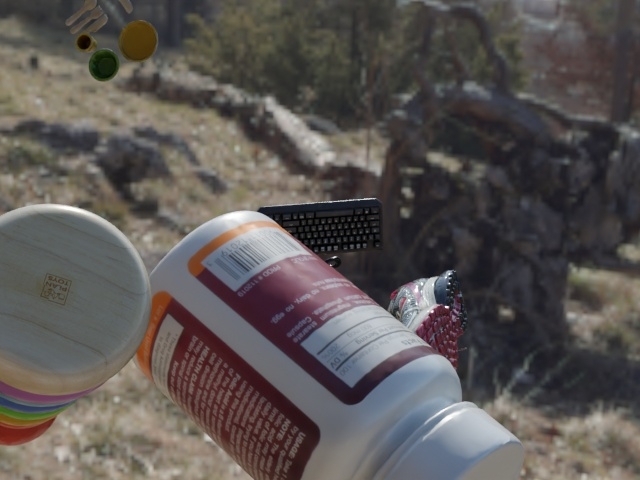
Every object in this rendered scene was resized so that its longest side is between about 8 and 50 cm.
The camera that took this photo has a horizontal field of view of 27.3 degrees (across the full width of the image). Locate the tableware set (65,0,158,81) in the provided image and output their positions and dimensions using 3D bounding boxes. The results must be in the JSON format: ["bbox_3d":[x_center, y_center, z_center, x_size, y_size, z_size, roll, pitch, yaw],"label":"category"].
[{"bbox_3d":[-0.213,-0.254,1.478,0.154,0.104,0.024,-36,-11,10],"label":"tableware set"}]

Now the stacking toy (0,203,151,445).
[{"bbox_3d":[-0.239,0.092,1.056,0.141,0.141,0.330,-9,-17,-24],"label":"stacking toy"}]

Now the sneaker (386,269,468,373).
[{"bbox_3d":[0.144,0.143,1.944,0.112,0.121,0.299,-12,14,17],"label":"sneaker"}]

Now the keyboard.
[{"bbox_3d":[0.000,0.000,1.851,0.180,0.108,0.023,-4,19,-11],"label":"keyboard"}]

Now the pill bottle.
[{"bbox_3d":[0.003,0.161,1.359,0.392,0.224,0.224,39,39,28],"label":"pill bottle"}]
